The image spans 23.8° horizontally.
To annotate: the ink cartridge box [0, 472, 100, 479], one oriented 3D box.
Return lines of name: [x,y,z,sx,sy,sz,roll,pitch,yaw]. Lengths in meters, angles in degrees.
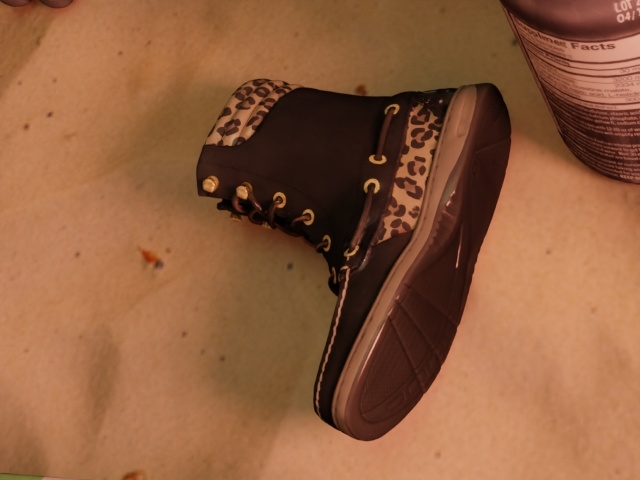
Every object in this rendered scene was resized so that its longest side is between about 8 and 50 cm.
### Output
ink cartridge box: [-0.076,0.242,0.806,0.289,0.121,0.211,0,66,22]

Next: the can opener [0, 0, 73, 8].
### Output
can opener: [-0.193,-0.311,1.157,0.074,0.093,0.280,6,72,24]

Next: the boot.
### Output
boot: [0.001,0.000,0.920,0.179,0.085,0.236,10,63,29]

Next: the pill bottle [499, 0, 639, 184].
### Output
pill bottle: [0.165,-0.139,0.822,0.130,0.245,0.130,-9,62,18]
